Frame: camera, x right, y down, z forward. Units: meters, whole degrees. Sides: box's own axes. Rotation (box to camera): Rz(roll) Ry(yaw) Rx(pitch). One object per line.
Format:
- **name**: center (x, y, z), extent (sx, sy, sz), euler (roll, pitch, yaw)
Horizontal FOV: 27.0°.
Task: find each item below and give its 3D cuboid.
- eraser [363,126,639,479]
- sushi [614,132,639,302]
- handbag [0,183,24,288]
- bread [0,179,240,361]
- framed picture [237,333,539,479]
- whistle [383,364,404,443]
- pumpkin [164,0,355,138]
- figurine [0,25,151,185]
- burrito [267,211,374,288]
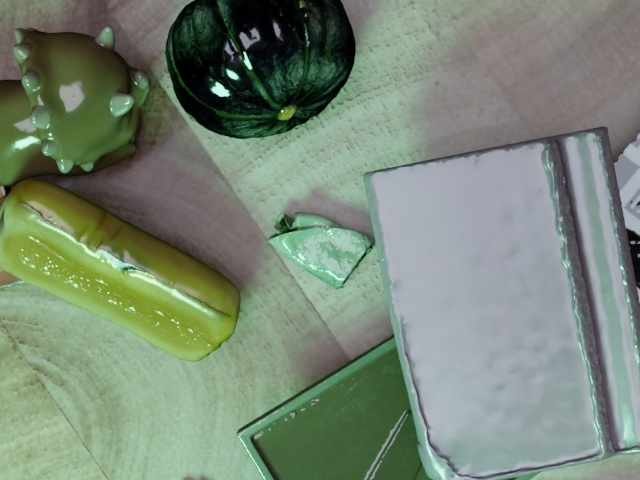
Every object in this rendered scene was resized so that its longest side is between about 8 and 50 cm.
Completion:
- **eraser**: center (0.210, 0.074, 1.479), extent (0.272, 0.122, 0.359), euler (-10, 93, 1)
- **sushi**: center (0.461, 0.038, 1.547), extent (0.359, 0.064, 0.343), euler (38, 98, 1)
- **handbag**: center (-0.451, 0.009, 1.639), extent (0.190, 0.063, 0.127), euler (-13, 90, 10)
- **bread**: center (-0.239, 0.033, 1.570), extent (0.305, 0.142, 0.091), euler (29, 49, -10)
- **framed picture**: center (0.097, 0.238, 1.554), extent (0.324, 0.020, 0.240), euler (-32, 98, -8)
- **whistle**: center (0.081, 0.306, 1.593), extent (0.068, 0.057, 0.326), euler (2, 92, 5)
- **pumpkin**: center (-0.067, -0.209, 1.514), extent (0.221, 0.220, 0.161), euler (-25, 76, 6)
- **figurine**: center (-0.324, -0.158, 1.545), extent (0.247, 0.173, 0.177), euler (3, 73, 3)
- **burrito**: center (-0.002, 0.003, 1.601), extent (0.118, 0.044, 0.074), euler (31, 92, 2)
